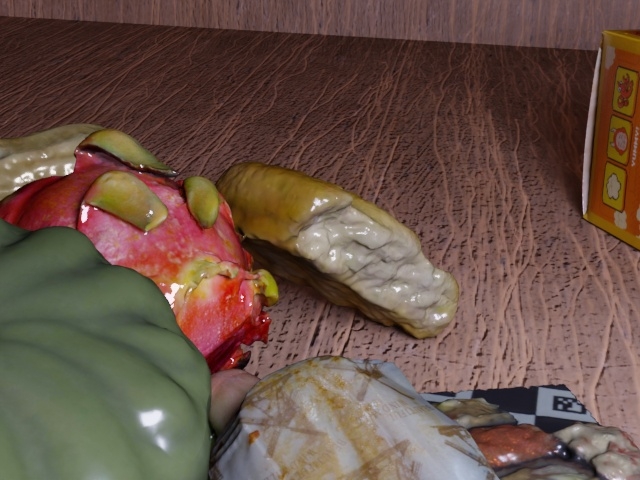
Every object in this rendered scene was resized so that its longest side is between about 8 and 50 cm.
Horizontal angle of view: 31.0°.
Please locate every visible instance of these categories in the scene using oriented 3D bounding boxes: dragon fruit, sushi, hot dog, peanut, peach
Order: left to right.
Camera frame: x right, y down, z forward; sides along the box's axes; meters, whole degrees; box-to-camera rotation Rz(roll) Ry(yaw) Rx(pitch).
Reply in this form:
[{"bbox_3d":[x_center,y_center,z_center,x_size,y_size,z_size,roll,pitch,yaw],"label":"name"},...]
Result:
[{"bbox_3d":[-0.355,-0.066,1.392,0.305,0.147,0.147,-9,22,-16],"label":"peanut"},{"bbox_3d":[-0.183,0.043,0.975,0.227,0.243,0.307,-12,-16,-39],"label":"dragon fruit"},{"bbox_3d":[-0.069,0.139,0.897,0.083,0.083,0.083,2,19,-1],"label":"peach"},{"bbox_3d":[0.034,0.177,0.756,0.162,0.082,0.270,-32,43,-12],"label":"hot dog"},{"bbox_3d":[0.117,0.158,0.902,0.294,0.059,0.292,-4,20,-14],"label":"sushi"}]

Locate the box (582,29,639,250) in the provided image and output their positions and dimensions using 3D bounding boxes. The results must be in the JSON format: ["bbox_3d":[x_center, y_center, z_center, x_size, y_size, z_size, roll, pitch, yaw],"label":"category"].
[{"bbox_3d":[0.511,-0.131,1.464,0.283,0.259,0.214,-4,18,-19],"label":"box"}]

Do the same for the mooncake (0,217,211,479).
[{"bbox_3d":[-0.236,0.122,0.667,0.351,0.187,0.351,13,32,-8],"label":"mooncake"}]

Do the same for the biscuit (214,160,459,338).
[{"bbox_3d":[0.001,-0.001,1.104,0.213,0.091,0.274,19,-8,37],"label":"biscuit"}]
